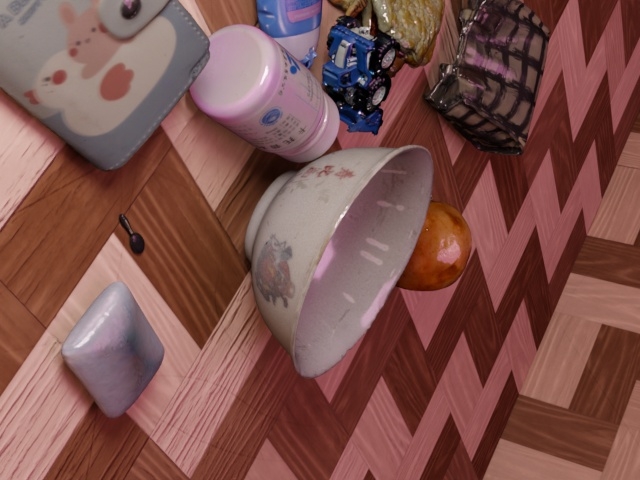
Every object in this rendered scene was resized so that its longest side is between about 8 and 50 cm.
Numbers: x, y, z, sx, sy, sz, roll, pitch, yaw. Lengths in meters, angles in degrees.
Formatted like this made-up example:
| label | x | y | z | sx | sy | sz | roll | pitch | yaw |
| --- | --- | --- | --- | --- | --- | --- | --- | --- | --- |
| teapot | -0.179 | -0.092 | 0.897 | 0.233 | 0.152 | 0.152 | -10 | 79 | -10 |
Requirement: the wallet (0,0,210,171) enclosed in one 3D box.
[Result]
| label | x | y | z | sx | sy | sz | roll | pitch | yaw |
| --- | --- | --- | --- | --- | --- | --- | --- | --- | --- |
| wallet | -0.284 | -0.261 | 1.219 | 0.252 | 0.083 | 0.360 | -51 | 147 | -6 |

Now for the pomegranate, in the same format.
| label | x | y | z | sx | sy | sz | roll | pitch | yaw |
| --- | --- | --- | --- | --- | --- | --- | --- | --- | --- |
| pomegranate | 0.208 | 0.000 | 2.096 | 0.215 | 0.215 | 0.215 | -33 | 130 | -51 |

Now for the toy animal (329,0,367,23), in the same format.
| label | x | y | z | sx | sy | sz | roll | pitch | yaw |
| --- | --- | --- | --- | --- | --- | --- | --- | --- | --- |
| toy animal | 0.062 | -0.469 | 1.788 | 0.099 | 0.057 | 0.241 | -12 | 112 | -59 |

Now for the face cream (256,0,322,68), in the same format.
| label | x | y | z | sx | sy | sz | roll | pitch | yaw |
| --- | --- | --- | --- | --- | --- | --- | --- | --- | --- |
| face cream | -0.047 | -0.396 | 1.602 | 0.149 | 0.083 | 0.264 | -34 | 131 | -46 |

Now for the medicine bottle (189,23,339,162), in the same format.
| label | x | y | z | sx | sy | sz | roll | pitch | yaw |
| --- | --- | --- | --- | --- | --- | --- | --- | --- | --- |
| medicine bottle | -0.079 | -0.217 | 1.556 | 0.254 | 0.152 | 0.152 | 29 | 77 | -59 |

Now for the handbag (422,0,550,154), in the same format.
| label | x | y | z | sx | sy | sz | roll | pitch | yaw |
| --- | --- | --- | --- | --- | --- | --- | --- | --- | --- |
| handbag | 0.386 | -0.394 | 2.299 | 0.327 | 0.162 | 0.325 | 23 | 79 | -53 |

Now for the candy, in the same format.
| label | x | y | z | sx | sy | sz | roll | pitch | yaw |
| --- | --- | --- | --- | --- | --- | --- | --- | --- | --- |
| candy | -0.289 | 0.158 | 1.437 | 0.138 | 0.071 | 0.174 | -57 | 146 | -30 |

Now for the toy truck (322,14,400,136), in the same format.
| label | x | y | z | sx | sy | sz | roll | pitch | yaw |
| --- | --- | --- | --- | --- | --- | --- | --- | --- | --- |
| toy truck | 0.051 | -0.274 | 1.765 | 0.126 | 0.113 | 0.208 | -38 | 148 | -37 |

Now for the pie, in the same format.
| label | x | y | z | sx | sy | sz | roll | pitch | yaw |
| --- | --- | --- | --- | --- | --- | --- | --- | --- | --- |
| pie | 0.164 | -0.450 | 1.933 | 0.274 | 0.105 | 0.257 | -29 | 119 | -53 |

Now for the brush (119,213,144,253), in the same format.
| label | x | y | z | sx | sy | sz | roll | pitch | yaw |
| --- | --- | --- | --- | --- | --- | --- | --- | --- | --- |
| brush | -0.272 | -0.010 | 1.458 | 0.024 | 0.008 | 0.083 | -54 | 145 | -28 |

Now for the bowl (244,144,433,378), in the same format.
| label | x | y | z | sx | sy | sz | roll | pitch | yaw |
| --- | --- | --- | --- | --- | --- | --- | --- | --- | --- |
| bowl | 0.000 | 0.000 | 1.710 | 0.435 | 0.196 | 0.435 | -48 | 155 | -32 |
